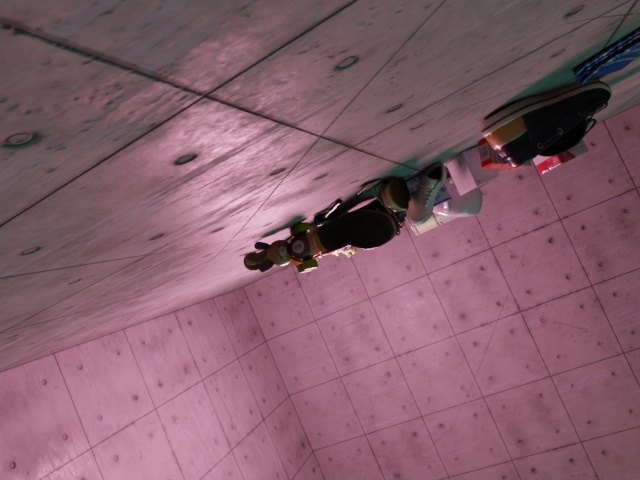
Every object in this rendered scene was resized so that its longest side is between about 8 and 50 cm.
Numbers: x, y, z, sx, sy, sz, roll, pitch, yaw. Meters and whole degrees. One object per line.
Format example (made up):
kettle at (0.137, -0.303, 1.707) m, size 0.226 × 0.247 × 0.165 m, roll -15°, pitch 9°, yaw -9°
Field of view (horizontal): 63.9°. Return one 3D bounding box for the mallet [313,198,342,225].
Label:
mallet at (0.023, -0.090, 1.628) m, size 0.062 × 0.039 × 0.190 m, roll -21°, pitch 171°, yaw -14°

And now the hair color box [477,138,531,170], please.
hair color box at (0.595, -0.279, 1.657) m, size 0.167 × 0.093 × 0.053 m, roll 0°, pitch 167°, yaw -26°

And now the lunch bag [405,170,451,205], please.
lunch bag at (0.372, -0.174, 1.842) m, size 0.151 × 0.129 × 0.096 m, roll -22°, pitch 175°, yaw -2°

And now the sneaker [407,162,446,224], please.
sneaker at (0.353, -0.165, 1.725) m, size 0.115 × 0.090 × 0.232 m, roll 58°, pitch 53°, yaw -71°

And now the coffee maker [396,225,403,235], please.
coffee maker at (0.292, -0.078, 2.367) m, size 0.178 × 0.171 × 0.120 m, roll -20°, pitch -169°, yaw -26°

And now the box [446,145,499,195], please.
box at (0.534, -0.247, 1.810) m, size 0.091 × 0.130 × 0.170 m, roll -23°, pitch 177°, yaw -6°

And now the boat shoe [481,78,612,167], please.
boat shoe at (0.621, -0.307, 1.361) m, size 0.500 × 0.156 × 0.187 m, roll -23°, pitch 174°, yaw -34°

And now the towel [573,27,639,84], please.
towel at (0.723, -0.436, 1.060) m, size 0.243 × 0.040 × 0.336 m, roll -22°, pitch 176°, yaw -34°

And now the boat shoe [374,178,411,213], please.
boat shoe at (0.228, -0.138, 1.645) m, size 0.089 × 0.105 × 0.285 m, roll -19°, pitch -179°, yaw 19°

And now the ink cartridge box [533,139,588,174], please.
ink cartridge box at (0.823, -0.351, 1.817) m, size 0.128 × 0.176 × 0.127 m, roll -24°, pitch 174°, yaw -14°

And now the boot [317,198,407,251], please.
boot at (0.196, -0.069, 1.802) m, size 0.284 × 0.138 × 0.377 m, roll -25°, pitch -175°, yaw -35°

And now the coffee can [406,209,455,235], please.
coffee can at (0.555, -0.168, 2.493) m, size 0.275 × 0.202 × 0.201 m, roll -25°, pitch 176°, yaw 15°

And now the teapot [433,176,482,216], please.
teapot at (0.582, -0.215, 2.221) m, size 0.252 × 0.187 × 0.256 m, roll -4°, pitch -161°, yaw -16°

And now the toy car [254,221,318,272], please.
toy car at (-0.122, 0.037, 1.713) m, size 0.188 × 0.155 × 0.149 m, roll -10°, pitch 172°, yaw -17°

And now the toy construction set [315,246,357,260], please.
toy construction set at (0.078, 0.027, 2.654) m, size 0.327 × 0.151 × 0.215 m, roll -17°, pitch -155°, yaw 35°

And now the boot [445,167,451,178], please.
boot at (0.494, -0.268, 2.024) m, size 0.106 × 0.037 × 0.114 m, roll -26°, pitch 172°, yaw -9°

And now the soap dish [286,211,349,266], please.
soap dish at (0.000, 0.000, 2.045) m, size 0.228 × 0.118 × 0.291 m, roll -22°, pitch 176°, yaw -31°

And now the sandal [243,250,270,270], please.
sandal at (-0.253, 0.075, 2.010) m, size 0.049 × 0.072 × 0.180 m, roll -2°, pitch -170°, yaw 24°

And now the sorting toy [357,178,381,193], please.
sorting toy at (0.136, -0.157, 1.509) m, size 0.062 × 0.012 × 0.083 m, roll -27°, pitch 175°, yaw -28°
